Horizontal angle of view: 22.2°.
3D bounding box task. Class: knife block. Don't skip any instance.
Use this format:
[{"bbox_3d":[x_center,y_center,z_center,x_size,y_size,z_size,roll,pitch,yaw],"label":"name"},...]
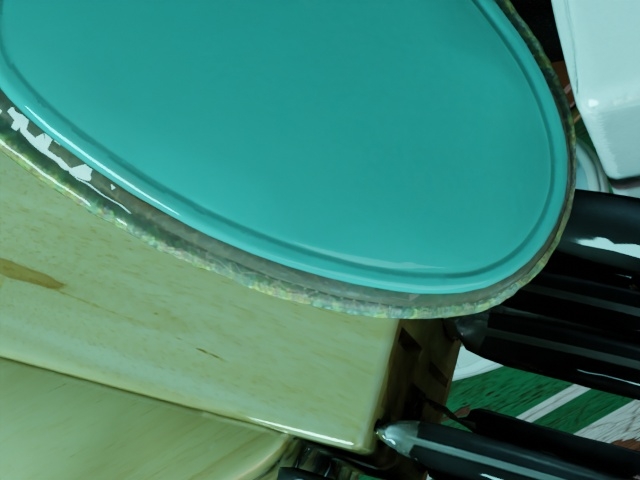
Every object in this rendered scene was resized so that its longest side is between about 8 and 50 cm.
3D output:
[{"bbox_3d":[0.000,0.000,0.510,0.242,0.276,0.088,-31,158,4],"label":"knife block"}]

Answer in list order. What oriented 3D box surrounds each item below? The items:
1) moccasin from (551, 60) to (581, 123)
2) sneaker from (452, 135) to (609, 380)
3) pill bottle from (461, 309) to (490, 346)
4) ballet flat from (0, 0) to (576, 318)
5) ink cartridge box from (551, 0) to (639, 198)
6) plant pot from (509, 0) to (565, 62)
[{"bbox_3d":[0.057,-0.072,0.757,0.147,0.139,0.380,8,133,-39],"label":"moccasin"},{"bbox_3d":[0.003,0.035,0.938,0.319,0.127,0.208,-37,156,27],"label":"sneaker"},{"bbox_3d":[-0.035,0.005,0.648,0.219,0.123,0.123,-18,161,23],"label":"pill bottle"},{"bbox_3d":[-0.093,-0.085,0.425,0.348,0.123,0.123,26,137,-17],"label":"ballet flat"},{"bbox_3d":[0.211,-0.067,0.491,0.261,0.066,0.296,-13,169,12],"label":"ink cartridge box"},{"bbox_3d":[0.065,-0.151,0.524,0.188,0.187,0.167,-3,159,-42],"label":"plant pot"}]
